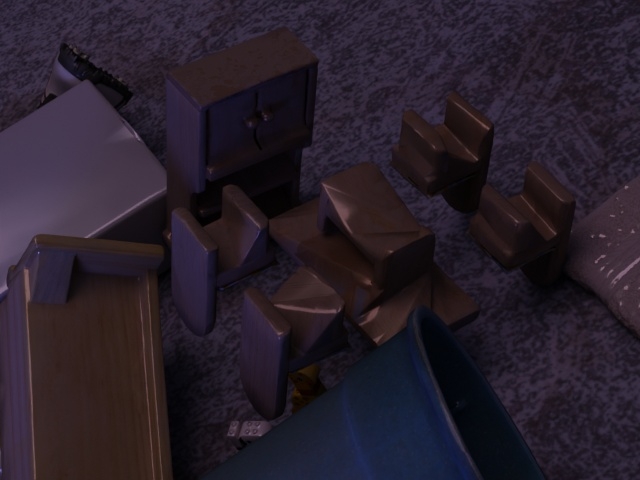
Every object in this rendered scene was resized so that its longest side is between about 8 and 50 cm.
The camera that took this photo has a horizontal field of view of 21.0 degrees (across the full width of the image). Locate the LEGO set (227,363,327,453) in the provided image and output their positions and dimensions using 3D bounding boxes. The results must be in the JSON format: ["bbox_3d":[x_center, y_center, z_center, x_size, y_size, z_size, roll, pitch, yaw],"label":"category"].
[{"bbox_3d":[0.005,0.171,1.793,0.227,0.093,0.087,-4,49,26],"label":"LEGO set"}]

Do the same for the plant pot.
[{"bbox_3d":[0.028,0.283,1.508,0.334,0.341,0.341,-29,43,10],"label":"plant pot"}]

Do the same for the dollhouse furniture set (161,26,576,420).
[{"bbox_3d":[0.000,0.000,1.850,0.362,0.256,0.394,-25,52,-26],"label":"dollhouse furniture set"}]

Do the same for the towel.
[{"bbox_3d":[0.398,-0.019,1.783,0.282,0.049,0.187,-37,43,-6],"label":"towel"}]

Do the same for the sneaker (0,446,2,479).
[{"bbox_3d":[-0.257,0.207,1.930,0.115,0.090,0.232,26,58,16],"label":"sneaker"}]

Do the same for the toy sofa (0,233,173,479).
[{"bbox_3d":[-0.246,0.188,1.814,0.150,0.177,0.363,5,61,-24],"label":"toy sofa"}]

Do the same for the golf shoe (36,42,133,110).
[{"bbox_3d":[-0.313,-0.169,2.211,0.105,0.273,0.120,35,79,-1],"label":"golf shoe"}]

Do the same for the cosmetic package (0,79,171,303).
[{"bbox_3d":[-0.363,0.007,2.042,0.385,0.156,0.217,-31,59,-13],"label":"cosmetic package"}]
